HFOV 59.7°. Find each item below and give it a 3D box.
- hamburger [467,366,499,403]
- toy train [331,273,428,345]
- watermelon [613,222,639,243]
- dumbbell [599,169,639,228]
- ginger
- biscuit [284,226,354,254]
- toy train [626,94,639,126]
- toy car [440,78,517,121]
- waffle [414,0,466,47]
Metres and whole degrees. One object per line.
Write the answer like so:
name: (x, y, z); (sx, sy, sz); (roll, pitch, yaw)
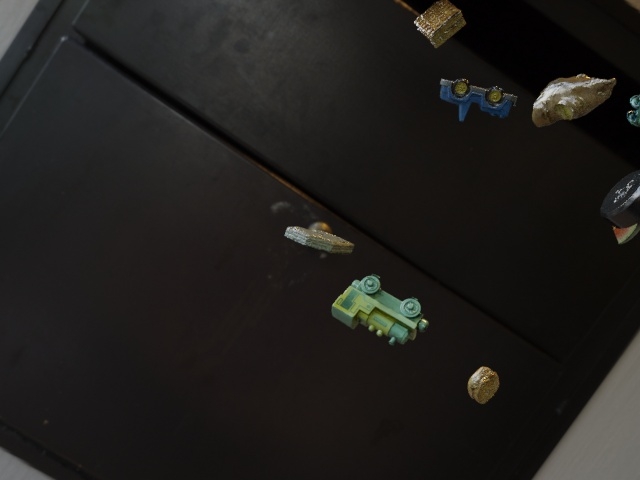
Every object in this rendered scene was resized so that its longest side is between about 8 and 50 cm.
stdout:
hamburger: (0.668, 0.590, 2.287); (0.083, 0.138, 0.147); (35, -27, 47)
toy train: (0.255, 0.304, 2.309); (0.369, 0.237, 0.150); (29, -28, 24)
watermelon: (0.921, -0.055, 1.687); (0.094, 0.135, 0.125); (26, 1, 20)
dumbbell: (0.803, -0.053, 1.328); (0.218, 0.152, 0.152); (37, 3, -2)
ginger: (0.835, -0.467, 1.814); (0.270, 0.219, 0.123); (-1, -45, 50)
biscuit: (0.000, 0.000, 1.783); (0.147, 0.046, 0.250); (23, 7, 25)
toy train: (1.035, -0.408, 1.705); (0.154, 0.198, 0.107); (24, -30, 9)
toy car: (0.382, -0.341, 1.382); (0.191, 0.100, 0.097); (17, 19, 8)
waffle: (0.308, -0.566, 1.446); (0.042, 0.102, 0.148); (40, 21, -32)
